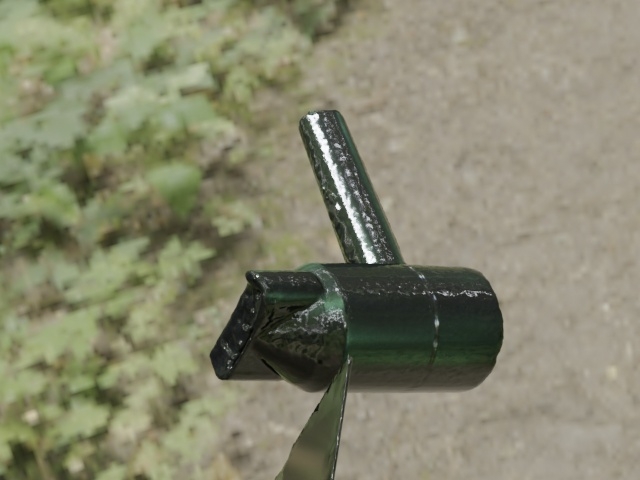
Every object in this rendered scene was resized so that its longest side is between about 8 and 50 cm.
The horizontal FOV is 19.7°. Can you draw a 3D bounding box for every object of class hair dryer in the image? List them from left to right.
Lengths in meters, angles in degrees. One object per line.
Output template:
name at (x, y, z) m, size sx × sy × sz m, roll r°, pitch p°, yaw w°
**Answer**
hair dryer at (0.000, 0.000, 1.633) m, size 0.244 × 0.116 × 0.302 m, roll 5°, pitch 49°, yaw -34°

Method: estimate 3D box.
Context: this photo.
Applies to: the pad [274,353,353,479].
pad at (-0.044, 0.279, 1.107) m, size 0.007 × 0.247 × 0.367 m, roll 18°, pitch 48°, yaw -10°
